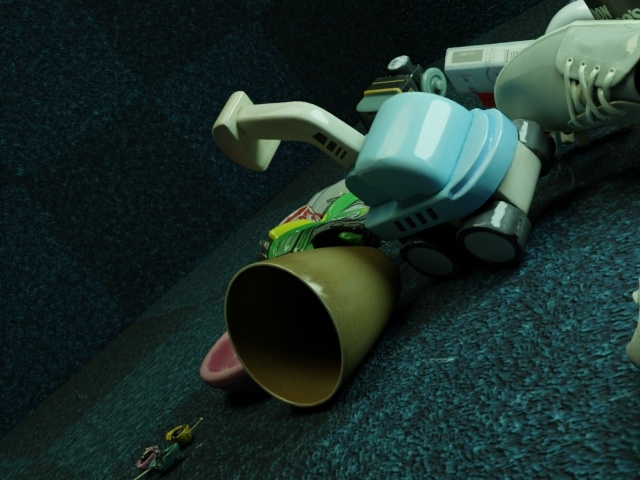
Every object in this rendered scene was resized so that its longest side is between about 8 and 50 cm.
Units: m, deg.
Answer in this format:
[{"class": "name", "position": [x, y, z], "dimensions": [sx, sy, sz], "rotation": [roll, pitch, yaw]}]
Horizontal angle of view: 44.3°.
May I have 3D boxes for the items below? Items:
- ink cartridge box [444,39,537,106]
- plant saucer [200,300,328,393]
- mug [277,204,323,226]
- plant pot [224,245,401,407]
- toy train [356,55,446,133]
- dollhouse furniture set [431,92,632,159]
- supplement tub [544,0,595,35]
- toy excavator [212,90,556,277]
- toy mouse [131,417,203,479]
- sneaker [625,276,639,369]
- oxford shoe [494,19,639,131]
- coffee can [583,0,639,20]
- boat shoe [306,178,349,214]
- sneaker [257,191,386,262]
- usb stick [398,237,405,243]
[{"class": "ink cartridge box", "position": [0.357, -0.287, 1.461], "dimensions": [0.189, 0.232, 0.066], "rotation": [1, 68, 30]}, {"class": "plant saucer", "position": [-0.078, 0.182, 1.516], "dimensions": [0.332, 0.084, 0.332], "rotation": [-35, 12, 8]}, {"class": "mug", "position": [-0.008, 0.005, 1.772], "dimensions": [0.113, 0.169, 0.150], "rotation": [-31, 14, 27]}, {"class": "plant pot", "position": [0.017, 0.104, 1.277], "dimensions": [0.237, 0.237, 0.254], "rotation": [-25, 2, 44]}, {"class": "toy train", "position": [0.207, -0.224, 1.690], "dimensions": [0.142, 0.334, 0.190], "rotation": [8, 49, 45]}, {"class": "dollhouse furniture set", "position": [0.345, -0.221, 1.463], "dimensions": [0.201, 0.152, 0.374], "rotation": [3, -18, -39]}, {"class": "supplement tub", "position": [0.600, -0.420, 1.526], "dimensions": [0.316, 0.228, 0.228], "rotation": [-44, 14, -30]}, {"class": "toy excavator", "position": [0.090, -0.143, 1.299], "dimensions": [0.433, 0.445, 0.222], "rotation": [-21, 38, 55]}, {"class": "toy mouse", "position": [-0.290, 0.396, 1.429], "dimensions": [0.161, 0.031, 0.143], "rotation": [-27, 15, 41]}, {"class": "sneaker", "position": [0.401, 0.005, 0.714], "dimensions": [0.236, 0.130, 0.323], "rotation": [-11, 33, 55]}, {"class": "oxford shoe", "position": [0.416, -0.230, 1.134], "dimensions": [0.130, 0.169, 0.449], "rotation": [-35, 22, -29]}, {"class": "coffee can", "position": [0.549, -0.325, 1.194], "dimensions": [0.201, 0.275, 0.201], "rotation": [-35, 12, 9]}, {"class": "boat shoe", "position": [0.113, -0.103, 1.984], "dimensions": [0.367, 0.135, 0.156], "rotation": [-33, 11, -35]}, {"class": "sneaker", "position": [0.059, 0.000, 1.487], "dimensions": [0.344, 0.134, 0.146], "rotation": [-28, 26, -34]}, {"class": "usb stick", "position": [0.242, -0.034, 1.518], "dimensions": [0.077, 0.045, 0.278], "rotation": [-36, 10, -26]}]
